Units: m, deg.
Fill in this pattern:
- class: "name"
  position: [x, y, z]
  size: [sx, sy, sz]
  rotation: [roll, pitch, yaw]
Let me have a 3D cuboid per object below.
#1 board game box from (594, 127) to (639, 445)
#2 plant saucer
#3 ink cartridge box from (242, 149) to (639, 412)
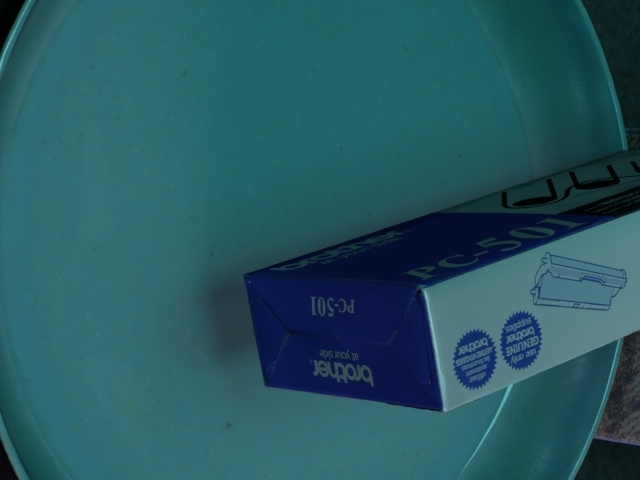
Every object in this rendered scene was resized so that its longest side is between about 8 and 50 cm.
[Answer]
- class: "board game box"
  position: [0.296, 0.037, 0.772]
  size: [0.291, 0.232, 0.141]
  rotation: [9, 86, -38]
- class: "plant saucer"
  position: [0.000, 0.000, 0.655]
  size: [0.318, 0.044, 0.317]
  rotation: [-1, 92, -38]
- class: "ink cartridge box"
  position: [0.084, 0.008, 0.632]
  size: [0.207, 0.097, 0.046]
  rotation: [-18, 103, -37]
